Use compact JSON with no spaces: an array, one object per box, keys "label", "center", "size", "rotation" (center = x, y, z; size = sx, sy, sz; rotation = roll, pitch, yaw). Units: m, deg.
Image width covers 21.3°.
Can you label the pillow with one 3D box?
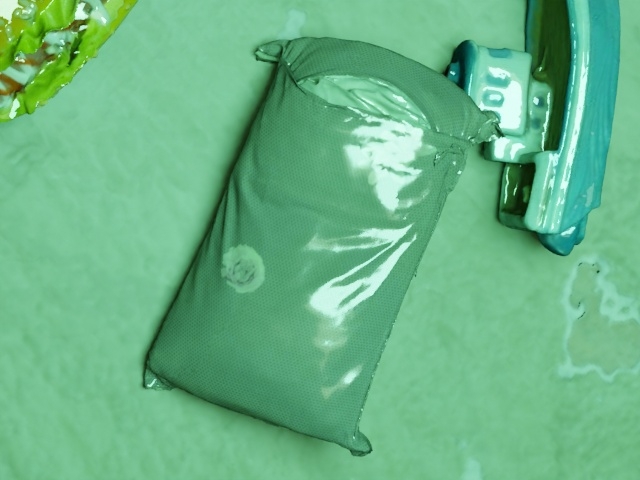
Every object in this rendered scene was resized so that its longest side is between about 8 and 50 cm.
[{"label":"pillow","center":[0.000,0.000,1.061],"size":[0.169,0.059,0.255],"rotation":[21,89,4]}]

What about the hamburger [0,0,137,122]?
[{"label":"hamburger","center":[-0.191,-0.170,0.993],"size":[0.210,0.116,0.173],"rotation":[-46,100,-9]}]

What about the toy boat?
[{"label":"toy boat","center":[0.134,-0.101,1.101],"size":[0.102,0.088,0.215],"rotation":[8,92,-12]}]
